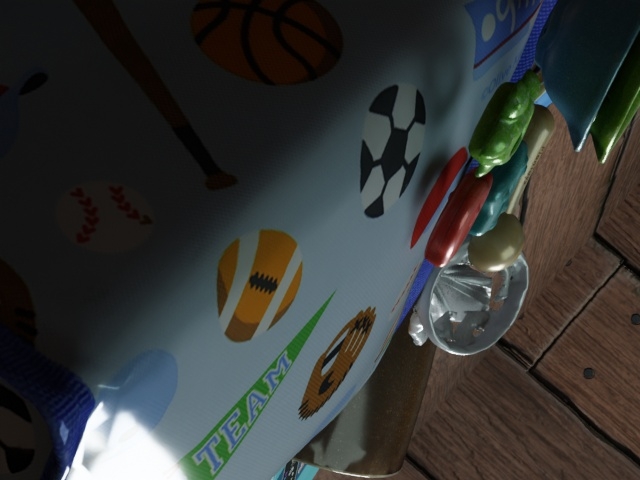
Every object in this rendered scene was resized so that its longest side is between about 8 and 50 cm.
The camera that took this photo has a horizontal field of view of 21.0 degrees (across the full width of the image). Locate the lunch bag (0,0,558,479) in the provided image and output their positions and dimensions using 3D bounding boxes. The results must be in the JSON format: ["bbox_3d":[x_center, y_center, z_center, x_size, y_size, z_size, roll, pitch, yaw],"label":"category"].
[{"bbox_3d":[-0.106,0.033,0.715,0.328,0.239,0.385,-42,159,-38],"label":"lunch bag"}]

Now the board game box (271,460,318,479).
[{"bbox_3d":[0.007,0.075,1.402,0.336,0.079,0.254,-55,168,-29],"label":"board game box"}]

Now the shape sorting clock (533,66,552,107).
[{"bbox_3d":[0.173,-0.143,1.478,0.206,0.040,0.206,-44,-167,13],"label":"shape sorting clock"}]

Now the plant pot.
[{"bbox_3d":[0.000,0.000,1.111,0.230,0.215,0.215,-67,165,7],"label":"plant pot"}]

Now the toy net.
[{"bbox_3d":[0.076,-0.006,0.681,0.122,0.045,0.232,-56,171,-36],"label":"toy net"}]

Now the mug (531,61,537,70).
[{"bbox_3d":[0.144,-0.156,1.388,0.062,0.064,0.078,-46,167,-19],"label":"mug"}]
